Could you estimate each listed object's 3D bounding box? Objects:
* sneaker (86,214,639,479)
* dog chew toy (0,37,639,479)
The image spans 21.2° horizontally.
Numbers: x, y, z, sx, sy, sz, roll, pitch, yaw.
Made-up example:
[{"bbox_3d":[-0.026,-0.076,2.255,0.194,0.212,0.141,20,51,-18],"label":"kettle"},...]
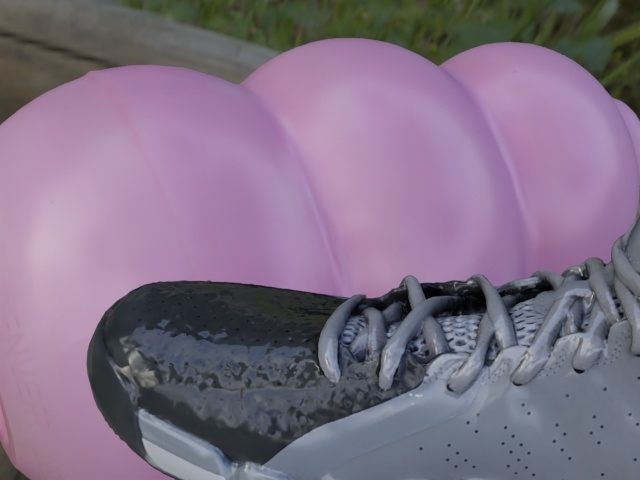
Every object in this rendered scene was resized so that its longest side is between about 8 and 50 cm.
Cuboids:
[{"bbox_3d":[0.058,0.014,0.445,0.229,0.132,0.086,12,36,-1],"label":"sneaker"},{"bbox_3d":[0.000,0.000,0.795,0.332,0.206,0.206,-17,73,-16],"label":"dog chew toy"}]
